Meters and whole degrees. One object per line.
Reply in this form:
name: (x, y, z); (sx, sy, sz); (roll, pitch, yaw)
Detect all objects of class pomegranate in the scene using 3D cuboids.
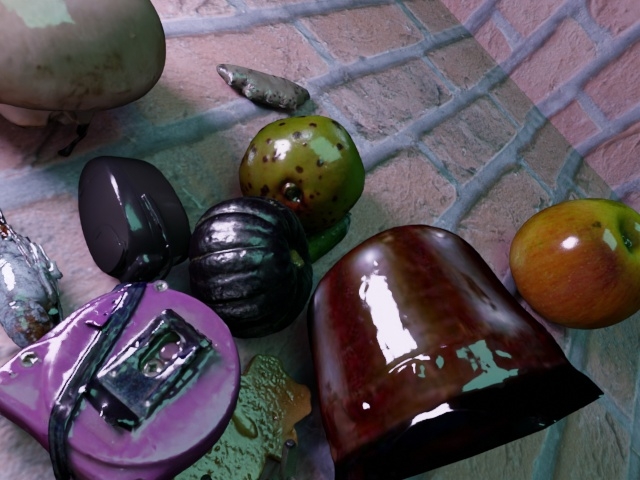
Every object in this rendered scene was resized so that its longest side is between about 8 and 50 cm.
pomegranate: (-0.033, -0.118, 0.840); (0.231, 0.231, 0.286); (49, 2, 3)

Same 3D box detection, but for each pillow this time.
pillow: (-0.120, -0.344, 1.005); (0.241, 0.051, 0.093); (5, 59, -35)

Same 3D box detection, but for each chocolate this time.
chocolate: (0.145, 0.141, 0.663); (0.383, 0.383, 0.332); (-2, 62, -36)

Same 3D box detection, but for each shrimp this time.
shrimp: (-0.385, 0.039, 0.559); (0.090, 0.079, 0.233); (-29, 71, -4)

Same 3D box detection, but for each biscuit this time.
biscuit: (-0.112, 0.267, 0.621); (0.166, 0.036, 0.225); (44, 49, 2)

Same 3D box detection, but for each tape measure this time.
tape measure: (-0.219, 0.175, 0.516); (0.231, 0.149, 0.245); (33, 50, 5)

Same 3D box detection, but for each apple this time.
apple: (0.675, 0.055, 1.124); (0.339, 0.339, 0.340); (18, 53, -25)

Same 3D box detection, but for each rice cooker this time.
rice cooker: (-0.271, -0.028, 0.635); (0.118, 0.142, 0.203); (-18, 76, -53)

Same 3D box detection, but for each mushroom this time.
mushroom: (-0.417, -0.279, 0.640); (0.362, 0.295, 0.362); (10, 32, -6)

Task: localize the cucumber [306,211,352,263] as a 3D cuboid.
cucumber: (0.000, 0.000, 0.860); (0.056, 0.056, 0.250); (50, 49, 3)

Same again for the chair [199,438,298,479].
chair: (-0.061, 0.407, 0.518); (0.136, 0.147, 0.271); (-8, 110, -35)

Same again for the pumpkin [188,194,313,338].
pumpkin: (-0.103, 0.037, 0.665); (0.220, 0.161, 0.221); (-10, 90, -77)
